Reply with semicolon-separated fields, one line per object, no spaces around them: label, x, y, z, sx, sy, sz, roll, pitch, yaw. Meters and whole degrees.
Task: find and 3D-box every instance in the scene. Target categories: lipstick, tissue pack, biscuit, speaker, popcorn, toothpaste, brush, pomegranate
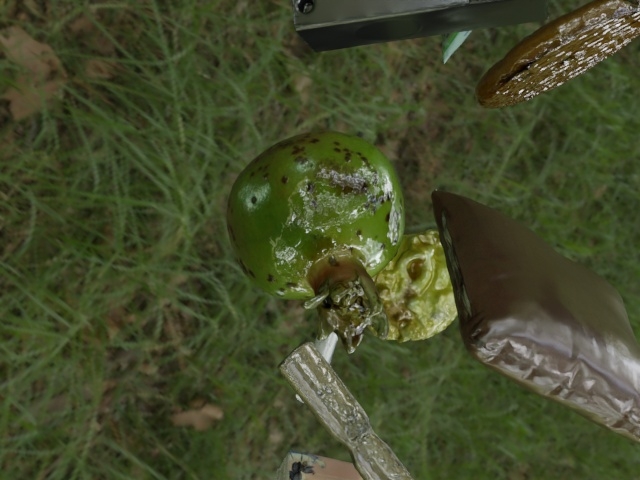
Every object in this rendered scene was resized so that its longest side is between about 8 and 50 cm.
lipstick;-0.005;0.220;1.777;0.040;0.040;0.141;74;28;-44
tissue pack;0.005;0.257;1.010;0.094;0.074;0.059;13;136;-12
biscuit;0.260;-0.203;1.083;0.212;0.036;0.212;-25;172;-4
speaker;0.089;-0.210;0.889;0.082;0.218;0.044;21;63;-77
popcorn;0.173;0.097;2.009;0.285;0.225;0.174;-7;147;-22
toothpaste;0.215;-0.337;1.448;0.048;0.297;0.075;-2;80;-11
brush;0.042;0.200;0.952;0.043;0.036;0.248;-42;102;-23
pomegranate;-0.015;-0.001;1.250;0.231;0.230;0.286;67;27;-46

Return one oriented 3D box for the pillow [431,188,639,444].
pillow;0.266;0.089;1.169;0.305;0.308;0.108;29;117;-19
